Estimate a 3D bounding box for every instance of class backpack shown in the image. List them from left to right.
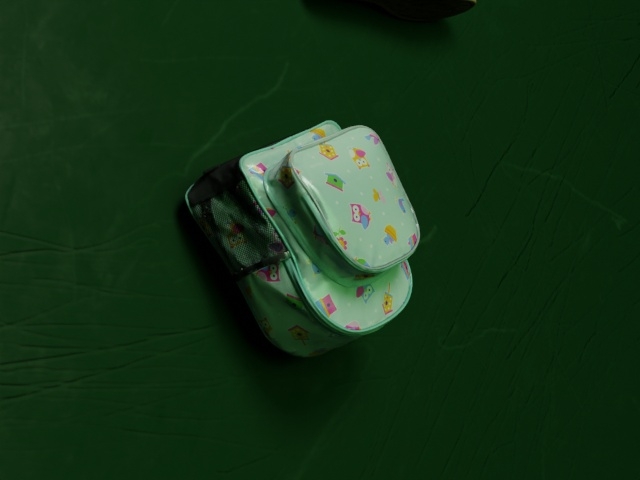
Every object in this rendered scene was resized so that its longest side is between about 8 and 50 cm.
[{"bbox_3d":[0.000,0.000,1.308,0.166,0.144,0.188,-27,97,-53],"label":"backpack"}]

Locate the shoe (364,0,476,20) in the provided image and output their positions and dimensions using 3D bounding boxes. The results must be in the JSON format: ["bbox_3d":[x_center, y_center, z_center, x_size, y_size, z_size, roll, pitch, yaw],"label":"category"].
[{"bbox_3d":[0.077,-0.268,1.538,0.219,0.076,0.058,3,77,-42],"label":"shoe"}]
